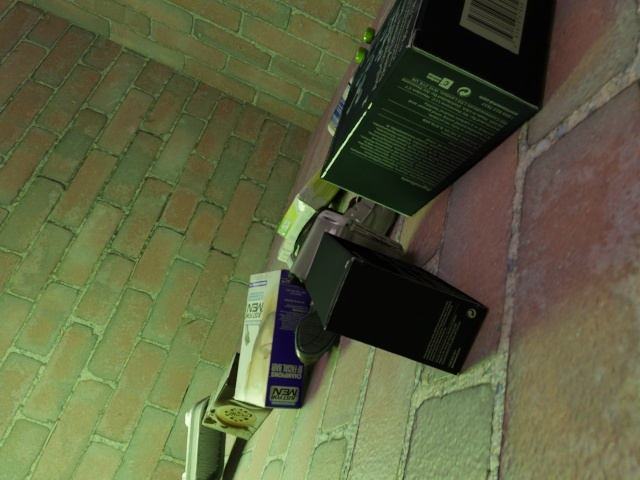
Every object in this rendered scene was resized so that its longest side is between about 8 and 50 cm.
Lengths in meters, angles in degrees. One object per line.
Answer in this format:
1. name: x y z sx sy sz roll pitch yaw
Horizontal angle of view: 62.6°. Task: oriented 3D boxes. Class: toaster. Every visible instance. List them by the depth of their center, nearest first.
1. toaster: 0.047 0.040 0.965 0.129 0.227 0.146 23 89 56

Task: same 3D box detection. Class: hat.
1. hat: 0.000 0.000 1.561 0.331 0.134 0.331 -157 90 -79

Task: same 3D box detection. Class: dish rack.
1. dish rack: -0.403 0.701 1.831 0.285 0.073 0.332 30 -118 -80

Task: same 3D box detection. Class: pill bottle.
1. pill bottle: 0.144 -0.459 1.763 0.153 0.153 0.264 -84 20 -59

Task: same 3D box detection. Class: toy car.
1. toy car: 0.211 -0.633 1.858 0.188 0.155 0.148 90 -159 -83

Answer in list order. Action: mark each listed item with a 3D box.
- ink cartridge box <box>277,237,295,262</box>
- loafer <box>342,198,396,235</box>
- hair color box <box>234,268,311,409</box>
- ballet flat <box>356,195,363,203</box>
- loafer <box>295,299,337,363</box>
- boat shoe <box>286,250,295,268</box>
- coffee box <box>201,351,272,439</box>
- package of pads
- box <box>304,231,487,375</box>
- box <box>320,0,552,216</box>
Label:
1. ink cartridge box: -0.118 0.036 2.230 0.090 0.092 0.143 -100 33 -71
2. loafer: 0.094 -0.036 1.184 0.112 0.112 0.319 174 118 -79
3. hair color box: -0.122 0.253 1.369 0.185 0.110 0.338 -15 67 56
4. ballet flat: 0.120 -0.113 1.407 0.173 0.049 0.057 -138 72 -80
5. loafer: 0.000 0.209 1.271 0.267 0.096 0.084 -69 -12 -56
6. boat shoe: -0.045 0.040 1.799 0.094 0.109 0.302 -62 8 17
7. coffee box: -0.246 0.496 1.655 0.118 0.168 0.297 -78 14 -47
8. package of pads: -0.014 -0.151 1.882 0.296 0.101 0.229 -53 -2 -40
9. box: 0.088 0.076 0.757 0.261 0.185 0.103 -131 65 -80
10. box: 0.187 -0.273 0.932 0.395 0.212 0.293 130 160 -62
